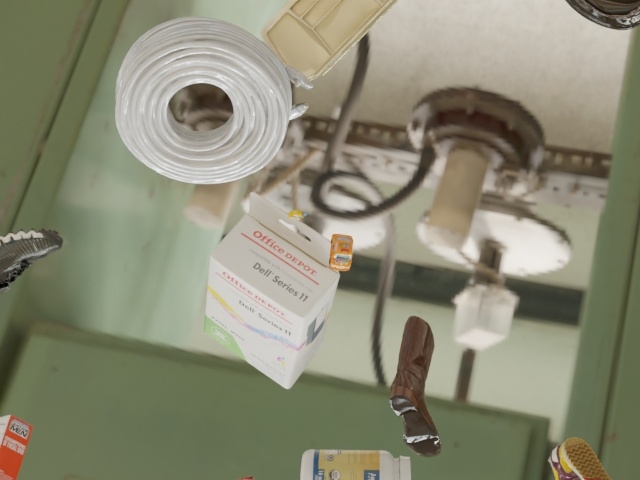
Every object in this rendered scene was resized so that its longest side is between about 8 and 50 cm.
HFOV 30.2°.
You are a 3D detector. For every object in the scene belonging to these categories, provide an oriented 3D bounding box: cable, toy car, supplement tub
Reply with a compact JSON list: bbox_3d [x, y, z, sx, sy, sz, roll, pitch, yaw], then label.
[{"bbox_3d":[-0.169,-0.194,1.710,0.257,0.089,0.257,38,116,-27],"label":"cable"},{"bbox_3d":[0.000,0.000,1.813,0.122,0.060,0.040,25,167,-8],"label":"toy car"},{"bbox_3d":[0.065,0.458,2.182,0.199,0.144,0.144,0,155,3],"label":"supplement tub"}]

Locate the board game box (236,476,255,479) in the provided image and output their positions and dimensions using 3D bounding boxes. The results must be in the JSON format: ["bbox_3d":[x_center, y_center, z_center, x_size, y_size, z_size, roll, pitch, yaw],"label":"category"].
[{"bbox_3d":[-0.074,0.478,1.610,0.027,0.281,0.145,-9,-161,-23],"label":"board game box"}]

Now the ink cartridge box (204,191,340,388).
[{"bbox_3d":[-0.090,0.094,2.091,0.207,0.119,0.353,33,149,13],"label":"ink cartridge box"}]

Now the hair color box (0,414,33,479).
[{"bbox_3d":[-0.527,0.368,1.889,0.093,0.167,0.053,-15,140,36],"label":"hair color box"}]

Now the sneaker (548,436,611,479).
[{"bbox_3d":[0.437,0.417,1.939,0.069,0.186,0.084,-11,153,-25],"label":"sneaker"}]

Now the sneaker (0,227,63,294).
[{"bbox_3d":[-0.513,0.053,1.866,0.234,0.106,0.078,-15,168,-5],"label":"sneaker"}]

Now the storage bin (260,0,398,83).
[{"bbox_3d":[0.025,-0.394,2.049,0.123,0.260,0.262,45,-173,-4],"label":"storage bin"}]

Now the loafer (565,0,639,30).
[{"bbox_3d":[0.276,-0.316,1.291,0.220,0.080,0.078,46,-175,12],"label":"loafer"}]

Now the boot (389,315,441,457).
[{"bbox_3d":[0.103,0.146,1.197,0.037,0.114,0.106,-8,129,20],"label":"boot"}]
